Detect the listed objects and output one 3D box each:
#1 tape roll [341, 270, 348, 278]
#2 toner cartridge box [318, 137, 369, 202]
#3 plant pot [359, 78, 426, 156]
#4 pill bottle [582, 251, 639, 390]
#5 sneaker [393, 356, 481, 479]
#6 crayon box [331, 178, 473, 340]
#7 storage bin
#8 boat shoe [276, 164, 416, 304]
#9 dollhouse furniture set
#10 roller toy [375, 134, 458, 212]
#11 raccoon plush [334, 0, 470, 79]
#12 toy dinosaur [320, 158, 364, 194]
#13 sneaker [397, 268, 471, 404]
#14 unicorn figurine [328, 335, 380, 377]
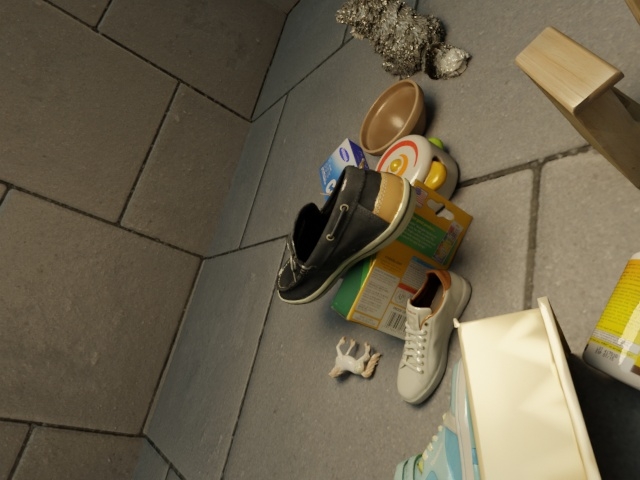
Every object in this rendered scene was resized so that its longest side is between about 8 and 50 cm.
[{"bbox_3d":[0.065,0.007,1.129,0.080,0.189,0.189,-38,39,39],"label":"tape roll"},{"bbox_3d":[0.091,-0.177,1.334,0.165,0.075,0.348,-44,36,28],"label":"toner cartridge box"},{"bbox_3d":[0.233,-0.345,1.201,0.237,0.109,0.237,-36,40,38],"label":"plant pot"},{"bbox_3d":[0.453,0.094,0.530,0.117,0.117,0.215,28,93,60],"label":"pill bottle"},{"bbox_3d":[0.211,0.368,0.704,0.208,0.127,0.319,-26,47,46],"label":"sneaker"},{"bbox_3d":[0.185,0.046,0.900,0.323,0.203,0.083,-64,30,1],"label":"crayon box"},{"bbox_3d":[0.294,0.255,0.533,0.123,0.260,0.262,-19,51,29],"label":"storage bin"},{"bbox_3d":[0.000,0.000,0.887,0.500,0.155,0.187,-43,29,52],"label":"boat shoe"},{"bbox_3d":[0.536,-0.303,0.551,0.394,0.256,0.362,-45,36,31],"label":"dollhouse furniture set"},{"bbox_3d":[0.235,-0.163,1.028,0.191,0.146,0.209,-42,38,34],"label":"roller toy"},{"bbox_3d":[0.248,-0.672,1.226,0.216,0.299,0.446,-60,31,8],"label":"raccoon plush"},{"bbox_3d":[0.080,-0.170,1.241,0.183,0.053,0.093,-38,23,24],"label":"toy dinosaur"},{"bbox_3d":[0.206,0.194,0.842,0.106,0.123,0.290,14,82,57],"label":"sneaker"},{"bbox_3d":[0.073,0.308,1.025,0.162,0.060,0.111,-4,65,57],"label":"unicorn figurine"}]
